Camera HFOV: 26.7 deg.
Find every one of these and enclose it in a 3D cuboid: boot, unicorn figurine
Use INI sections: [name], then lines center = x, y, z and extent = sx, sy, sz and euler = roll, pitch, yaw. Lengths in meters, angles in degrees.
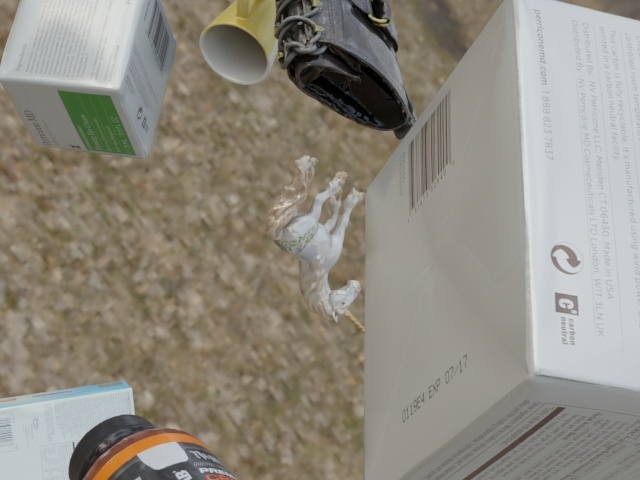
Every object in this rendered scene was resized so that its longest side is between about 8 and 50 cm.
[boot]
center = -0.017, -0.210, 0.946
extent = 0.263, 0.091, 0.229
euler = 31, 43, -42
[unicorn figurine]
center = 0.000, 0.000, 1.143
extent = 0.060, 0.111, 0.162
euler = 14, -15, 47

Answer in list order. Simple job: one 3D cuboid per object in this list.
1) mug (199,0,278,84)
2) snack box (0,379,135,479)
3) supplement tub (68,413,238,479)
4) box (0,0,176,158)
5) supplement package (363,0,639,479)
[mug]
center = -0.053, -0.173, 1.095
extent = 0.062, 0.078, 0.064
euler = 41, 50, -14
[snack box]
center = -0.309, 0.345, 1.656
extent = 0.060, 0.187, 0.322
euler = -167, -109, -70
[supplement tub]
center = -0.090, 0.190, 0.865
extent = 0.106, 0.106, 0.198
euler = 34, 2, -44
[box]
center = -0.159, -0.126, 0.939
extent = 0.101, 0.087, 0.102
euler = 79, 21, -66
[supplement package]
center = 0.151, 0.029, 0.473
extent = 0.244, 0.139, 0.134
euler = 11, 60, -16
